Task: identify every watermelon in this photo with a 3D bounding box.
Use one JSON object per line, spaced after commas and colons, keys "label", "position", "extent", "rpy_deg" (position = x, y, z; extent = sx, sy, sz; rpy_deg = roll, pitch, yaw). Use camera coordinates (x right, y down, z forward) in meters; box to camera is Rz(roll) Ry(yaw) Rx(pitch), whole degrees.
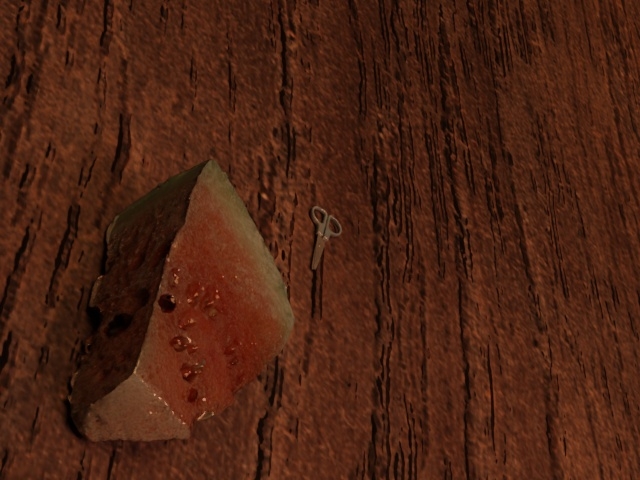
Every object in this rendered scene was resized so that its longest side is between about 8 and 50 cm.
{"label": "watermelon", "position": [-0.109, 0.068, 1.355], "extent": [0.154, 0.094, 0.241], "rpy_deg": [54, 31, -17]}

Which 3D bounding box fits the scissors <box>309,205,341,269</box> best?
{"label": "scissors", "position": [0.000, 0.000, 1.625], "extent": [0.036, 0.006, 0.083], "rpy_deg": [39, 34, -17]}
